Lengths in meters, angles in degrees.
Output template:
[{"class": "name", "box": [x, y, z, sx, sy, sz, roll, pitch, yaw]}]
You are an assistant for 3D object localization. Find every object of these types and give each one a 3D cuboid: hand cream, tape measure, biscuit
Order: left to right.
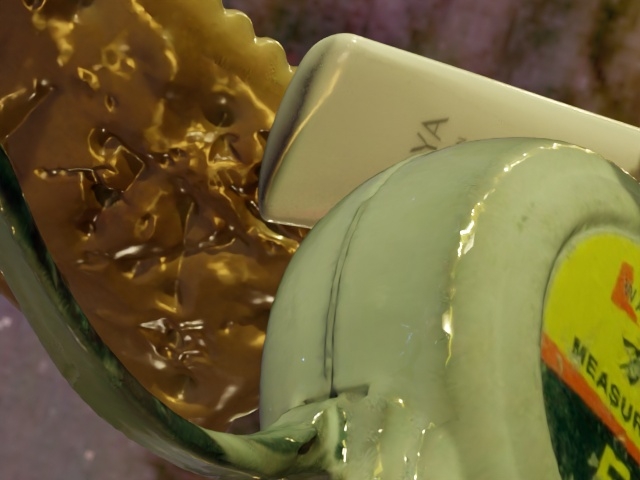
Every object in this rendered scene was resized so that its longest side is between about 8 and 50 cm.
[{"class": "biscuit", "box": [-0.114, -0.050, 0.916, 0.217, 0.325, 0.044, -42, 14, 30]}, {"class": "tape measure", "box": [-0.001, 0.001, 0.417, 0.330, 0.084, 0.164, 49, -145, -29]}, {"class": "hand cream", "box": [0.099, -0.020, 0.754, 0.079, 0.255, 0.048, -69, 26, 22]}]
